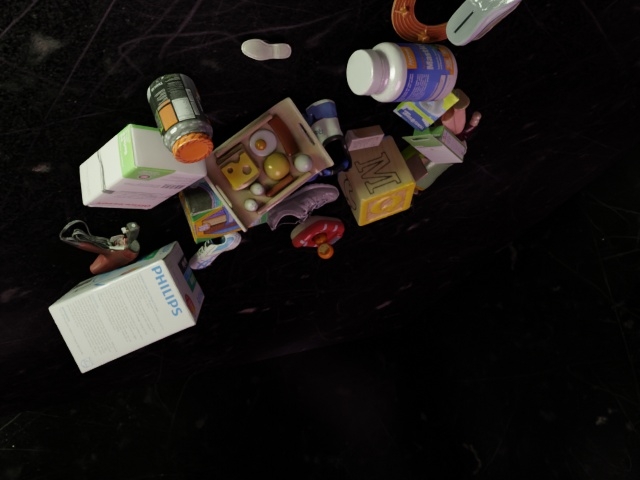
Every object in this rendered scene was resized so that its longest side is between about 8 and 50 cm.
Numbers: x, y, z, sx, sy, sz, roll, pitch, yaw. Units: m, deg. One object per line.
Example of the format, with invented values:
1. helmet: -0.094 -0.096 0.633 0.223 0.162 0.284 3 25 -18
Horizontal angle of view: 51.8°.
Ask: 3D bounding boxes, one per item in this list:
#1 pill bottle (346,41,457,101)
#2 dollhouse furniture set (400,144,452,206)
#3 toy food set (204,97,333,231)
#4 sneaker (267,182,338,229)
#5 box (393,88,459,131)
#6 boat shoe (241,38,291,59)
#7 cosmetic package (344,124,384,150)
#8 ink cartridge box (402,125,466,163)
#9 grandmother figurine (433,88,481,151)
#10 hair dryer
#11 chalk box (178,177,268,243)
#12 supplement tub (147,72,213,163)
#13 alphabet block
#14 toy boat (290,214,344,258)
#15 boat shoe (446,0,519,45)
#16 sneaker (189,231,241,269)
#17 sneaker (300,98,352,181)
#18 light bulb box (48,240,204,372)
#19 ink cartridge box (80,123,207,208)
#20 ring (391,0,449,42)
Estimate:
1. pill bottle: 0.211 -0.440 1.727 0.272 0.152 0.152 -9 153 -33
2. dollhouse furniture set: 0.373 -0.213 2.379 0.198 0.151 0.302 -37 154 28
3. toy food set: -0.144 -0.199 1.745 0.306 0.219 0.092 -38 -163 -8
4. sneaker: -0.064 -0.106 2.237 0.282 0.115 0.105 -19 157 -11
5. box: 0.314 -0.406 1.973 0.109 0.042 0.178 36 128 -17
6. boat shoe: -0.130 -0.445 1.534 0.125 0.038 0.046 -10 111 -30
7. cosmetic package: 0.134 -0.320 2.058 0.115 0.041 0.060 -13 155 -24
8. ink cartridge box: 0.362 -0.314 2.094 0.109 0.062 0.209 3 164 42
9. grandmother figurine: 0.425 -0.364 2.170 0.208 0.103 0.342 -5 160 16
10. hair dryer: -0.667 0.015 2.014 0.224 0.080 0.293 3 145 -15
11. chalk box: -0.252 -0.142 1.898 0.289 0.180 0.179 -16 156 -14
12. supplement tub: -0.319 -0.279 1.517 0.117 0.190 0.117 -20 157 -9
13. alphabet block: 0.180 -0.196 2.173 0.194 0.197 0.192 -21 157 -7
14. toy boat: 0.000 0.000 2.485 0.231 0.151 0.151 3 145 -48
15. boat shoe: 0.431 -0.596 1.613 0.094 0.109 0.302 -25 172 -41
16. sneaker: -0.379 0.024 2.283 0.237 0.085 0.086 -32 130 27
17. sneaker: -0.006 -0.239 1.919 0.128 0.182 0.315 -12 155 -22
18. light bulb box: -0.584 0.194 2.065 0.361 0.225 0.358 -24 -170 -2
19. ink cartridge box: -0.445 -0.174 1.639 0.198 0.114 0.273 1 163 -45
20. ring: 0.335 -0.609 1.635 0.337 0.032 0.336 -19 156 -9
